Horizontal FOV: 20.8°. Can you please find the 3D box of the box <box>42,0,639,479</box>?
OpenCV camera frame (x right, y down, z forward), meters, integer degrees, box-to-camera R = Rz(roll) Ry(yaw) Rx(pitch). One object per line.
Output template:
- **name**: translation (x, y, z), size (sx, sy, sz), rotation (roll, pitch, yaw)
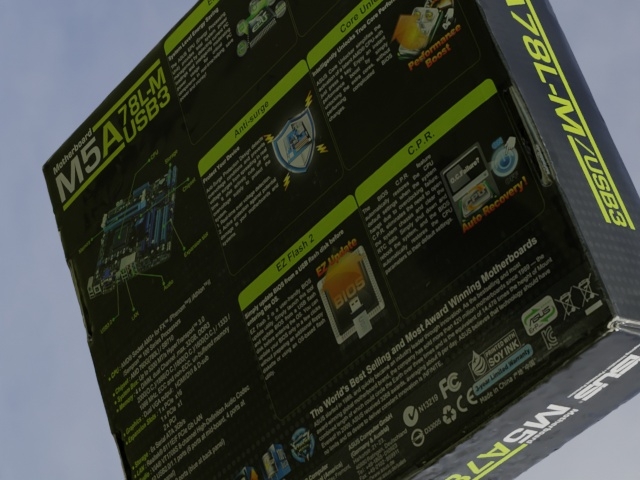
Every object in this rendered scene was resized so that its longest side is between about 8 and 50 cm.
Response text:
- **box**: translation (0.000, 0.000, 0.520), size (0.190, 0.045, 0.184), rotation (-42, -129, 33)
